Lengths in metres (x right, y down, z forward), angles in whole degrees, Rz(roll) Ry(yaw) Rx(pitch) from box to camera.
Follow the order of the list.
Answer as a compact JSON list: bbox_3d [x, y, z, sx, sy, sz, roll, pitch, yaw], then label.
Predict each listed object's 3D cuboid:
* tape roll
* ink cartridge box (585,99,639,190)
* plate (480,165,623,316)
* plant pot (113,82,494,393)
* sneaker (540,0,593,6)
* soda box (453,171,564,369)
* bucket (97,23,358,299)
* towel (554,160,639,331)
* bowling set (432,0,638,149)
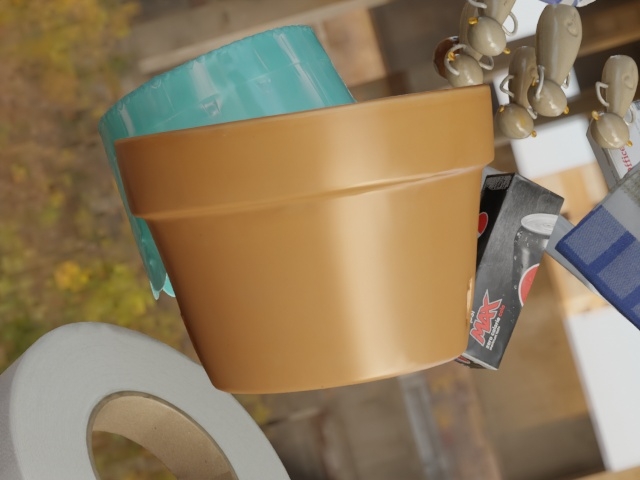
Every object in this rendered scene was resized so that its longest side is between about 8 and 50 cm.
[{"bbox_3d":[-0.175,0.258,1.919,0.392,0.072,0.392,33,32,-24],"label":"tape roll"},{"bbox_3d":[0.391,-0.113,2.196,0.056,0.135,0.099,99,-27,-67],"label":"ink cartridge box"},{"bbox_3d":[0.303,0.018,2.182,0.278,0.045,0.277,34,7,-47],"label":"plate"},{"bbox_3d":[0.000,0.000,1.439,0.291,0.291,0.203,-54,136,-86],"label":"plant pot"},{"bbox_3d":[0.190,-0.333,1.722,0.315,0.182,0.127,-66,152,-42],"label":"sneaker"},{"bbox_3d":[0.153,0.027,1.662,0.053,0.060,0.169,-4,-118,67],"label":"soda box"},{"bbox_3d":[-0.076,-0.080,1.869,0.281,0.281,0.183,45,20,-84],"label":"bucket"},{"bbox_3d":[0.373,-0.034,1.729,0.034,0.285,0.209,43,5,-47],"label":"towel"},{"bbox_3d":[0.213,-0.183,2.141,0.287,0.200,0.154,36,50,-27],"label":"bowling set"}]
